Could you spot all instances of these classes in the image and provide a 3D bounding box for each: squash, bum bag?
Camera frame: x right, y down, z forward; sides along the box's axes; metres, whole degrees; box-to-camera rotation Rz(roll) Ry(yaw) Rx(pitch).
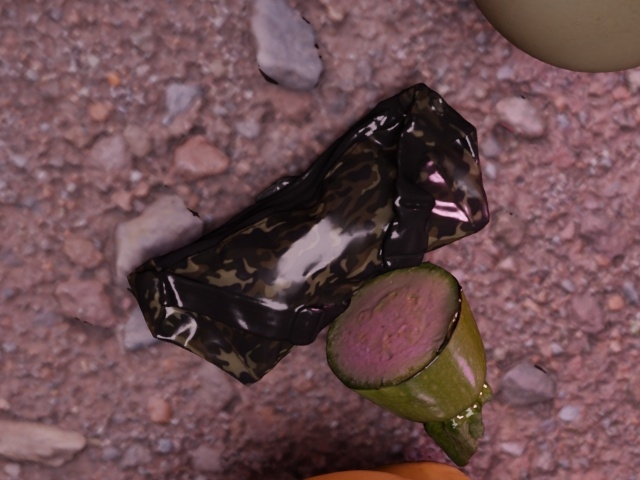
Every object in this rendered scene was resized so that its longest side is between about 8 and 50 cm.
[{"bbox_3d":[0.082,0.092,0.872,0.105,0.105,0.132,-40,125,3],"label":"squash"},{"bbox_3d":[0.001,0.001,0.830,0.248,0.069,0.102,-33,111,3],"label":"bum bag"}]

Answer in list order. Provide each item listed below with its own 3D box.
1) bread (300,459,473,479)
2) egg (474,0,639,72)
[{"bbox_3d":[0.014,0.351,0.837,0.329,0.245,0.424,27,101,22],"label":"bread"},{"bbox_3d":[0.169,-0.222,0.728,0.189,0.188,0.253,7,101,-12],"label":"egg"}]
